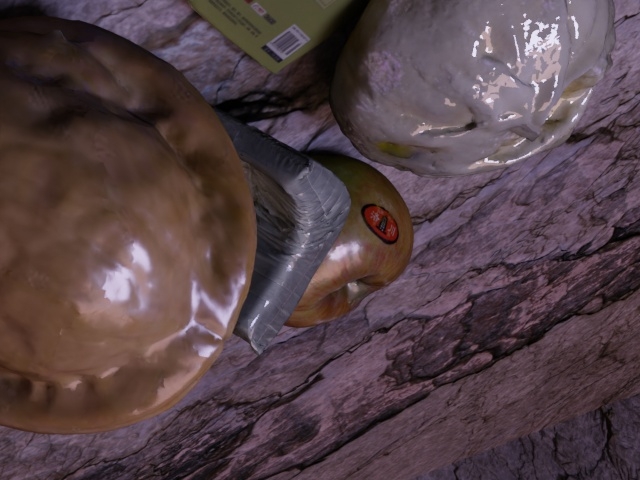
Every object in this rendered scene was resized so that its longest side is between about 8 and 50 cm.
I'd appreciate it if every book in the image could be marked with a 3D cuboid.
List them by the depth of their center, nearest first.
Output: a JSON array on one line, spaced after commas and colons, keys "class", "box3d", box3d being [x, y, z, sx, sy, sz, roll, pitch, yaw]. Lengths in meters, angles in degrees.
[{"class": "book", "box3d": [0.042, -0.318, 1.291, 0.352, 0.035, 0.239, -35, 157, 10]}]

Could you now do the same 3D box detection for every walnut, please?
[{"class": "walnut", "box3d": [-0.254, -0.017, 1.143, 0.384, 0.383, 0.383, -24, 154, -12]}]

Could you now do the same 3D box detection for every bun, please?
[{"class": "bun", "box3d": [0.193, -0.195, 1.449, 0.365, 0.219, 0.365, -26, 160, -10]}]

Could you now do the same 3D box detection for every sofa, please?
[{"class": "sofa", "box3d": [-0.105, -0.019, 1.423, 0.225, 0.210, 0.176, -58, 156, 0]}]

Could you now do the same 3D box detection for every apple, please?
[{"class": "apple", "box3d": [0.000, 0.000, 1.651, 0.261, 0.194, 0.261, -25, 157, -11]}]
